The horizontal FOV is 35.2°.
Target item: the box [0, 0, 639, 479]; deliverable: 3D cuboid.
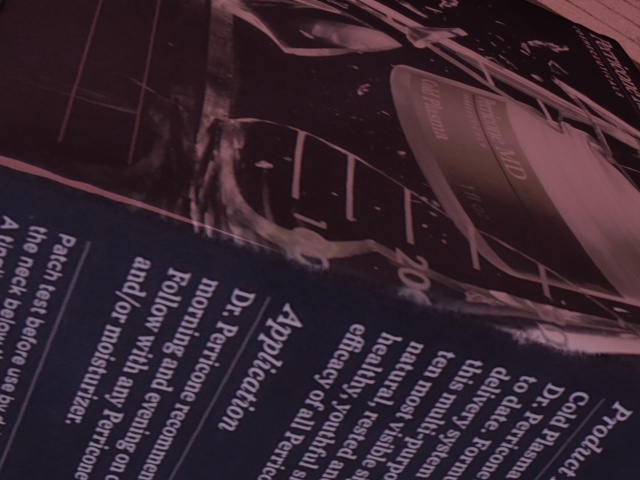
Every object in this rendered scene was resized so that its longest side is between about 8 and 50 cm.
[{"bbox_3d":[0.000,0.000,0.677,0.472,0.297,0.479,19,33,-18],"label":"box"}]
